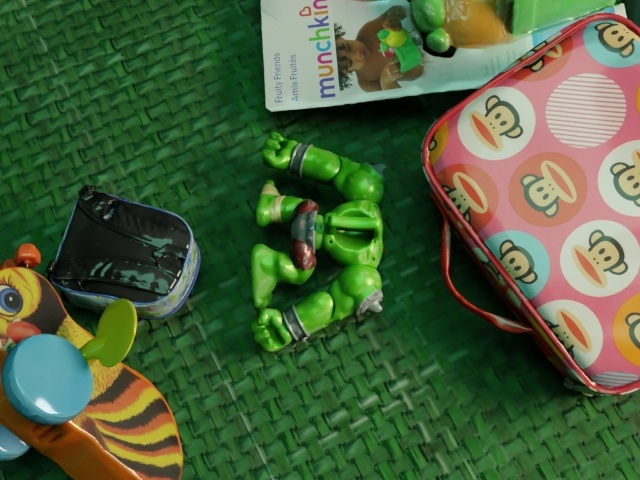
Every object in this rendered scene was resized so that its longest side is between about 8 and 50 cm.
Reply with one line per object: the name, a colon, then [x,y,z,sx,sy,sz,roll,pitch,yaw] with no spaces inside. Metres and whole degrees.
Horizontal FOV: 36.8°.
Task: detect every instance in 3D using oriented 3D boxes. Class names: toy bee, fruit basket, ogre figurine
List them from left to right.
toy bee: [-0.223,0.082,0.762,0.195,0.298,0.162,-15,40,21]
ogre figurine: [0.000,0.000,0.865,0.118,0.096,0.197,0,54,11]
fruit basket: [0.110,-0.294,0.964,0.353,0.165,0.326,-3,66,0]

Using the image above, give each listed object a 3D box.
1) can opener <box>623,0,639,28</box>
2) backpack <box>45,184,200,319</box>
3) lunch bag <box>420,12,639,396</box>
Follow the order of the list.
can opener: [0.364,-0.214,0.997,0.095,0.076,0.283,26,63,-26]
backpack: [-0.167,0.019,0.855,0.114,0.084,0.105,12,67,9]
lunch bag: [0.226,-0.017,0.829,0.258,0.120,0.293,-34,82,4]
